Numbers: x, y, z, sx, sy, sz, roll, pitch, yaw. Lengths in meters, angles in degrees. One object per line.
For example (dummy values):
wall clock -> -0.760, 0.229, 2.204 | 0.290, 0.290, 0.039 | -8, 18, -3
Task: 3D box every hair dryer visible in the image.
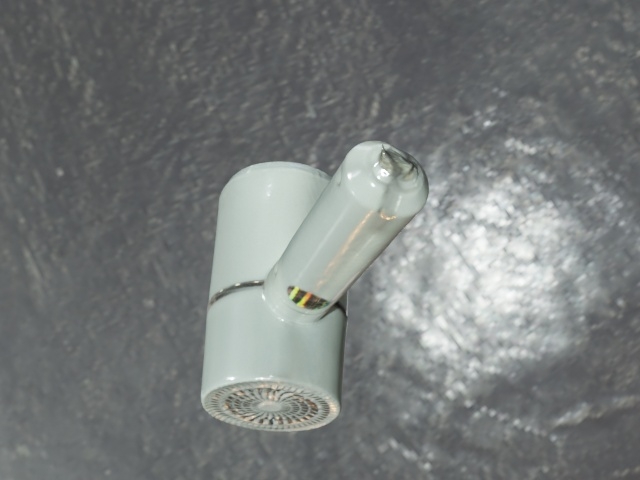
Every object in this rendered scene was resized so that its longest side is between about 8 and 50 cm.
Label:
hair dryer -> 0.000, 0.000, 0.438 | 0.137, 0.047, 0.082 | 127, 151, -59
